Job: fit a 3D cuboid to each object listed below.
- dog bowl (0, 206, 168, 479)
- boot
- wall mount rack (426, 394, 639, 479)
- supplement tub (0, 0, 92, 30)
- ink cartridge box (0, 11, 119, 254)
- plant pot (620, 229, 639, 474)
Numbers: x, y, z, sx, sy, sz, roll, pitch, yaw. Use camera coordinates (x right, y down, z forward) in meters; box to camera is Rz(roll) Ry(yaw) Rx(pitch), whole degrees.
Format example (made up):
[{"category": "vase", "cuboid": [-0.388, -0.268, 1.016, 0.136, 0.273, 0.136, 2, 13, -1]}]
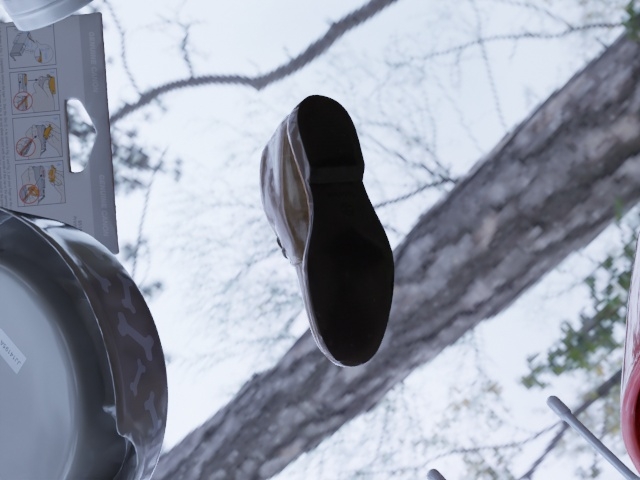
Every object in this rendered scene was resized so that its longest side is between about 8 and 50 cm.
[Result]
[{"category": "dog bowl", "cuboid": [-0.287, 0.133, 1.113, 0.348, 0.349, 0.102, 52, -153, 16]}, {"category": "boot", "cuboid": [0.000, 0.000, 1.358, 0.112, 0.115, 0.305, 4, -112, -35]}, {"category": "wall mount rack", "cuboid": [0.304, 0.297, 1.441, 0.350, 0.304, 0.130, -25, -82, -24]}, {"category": "supplement tub", "cuboid": [-0.189, -0.196, 0.776, 0.107, 0.071, 0.071, 63, -152, -28]}, {"category": "ink cartridge box", "cuboid": [-0.375, -0.114, 1.453, 0.261, 0.066, 0.296, -4, -94, -2]}, {"category": "plant pot", "cuboid": [0.387, 0.070, 1.057, 0.275, 0.275, 0.243, 30, -148, -12]}]
